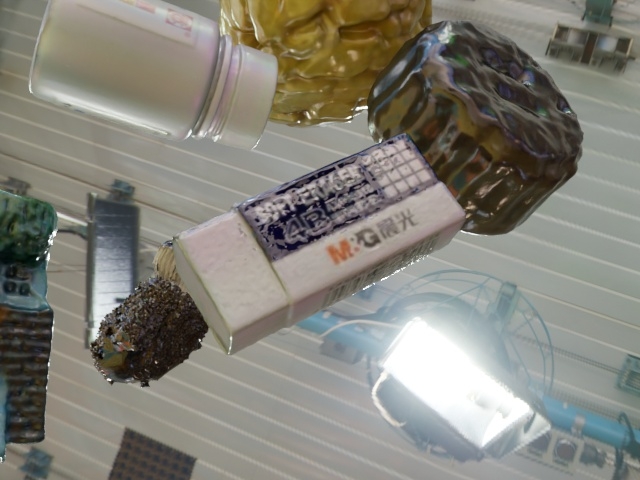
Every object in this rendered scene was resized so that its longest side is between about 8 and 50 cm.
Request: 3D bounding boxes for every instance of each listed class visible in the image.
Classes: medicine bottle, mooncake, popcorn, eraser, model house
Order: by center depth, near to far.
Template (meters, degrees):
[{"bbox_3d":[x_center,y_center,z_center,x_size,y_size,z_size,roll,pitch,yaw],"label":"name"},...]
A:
[{"bbox_3d":[-0.400,0.094,0.714,0.262,0.226,0.241,4,-119,-25],"label":"model house"},{"bbox_3d":[0.000,0.000,0.784,0.287,0.086,0.130,-27,-112,-20],"label":"eraser"},{"bbox_3d":[-0.211,-0.224,0.957,0.293,0.170,0.170,15,-88,-19],"label":"medicine bottle"},{"bbox_3d":[0.212,-0.162,0.993,0.290,0.290,0.161,54,-45,11],"label":"mooncake"},{"bbox_3d":[0.009,-0.355,1.190,0.345,0.390,0.353,1,-73,-4],"label":"popcorn"}]

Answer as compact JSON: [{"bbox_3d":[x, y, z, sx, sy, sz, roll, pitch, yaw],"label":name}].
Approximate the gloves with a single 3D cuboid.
[{"bbox_3d":[-0.311,0.153,1.433,0.135,0.210,0.312,22,-100,40],"label":"gloves"}]
